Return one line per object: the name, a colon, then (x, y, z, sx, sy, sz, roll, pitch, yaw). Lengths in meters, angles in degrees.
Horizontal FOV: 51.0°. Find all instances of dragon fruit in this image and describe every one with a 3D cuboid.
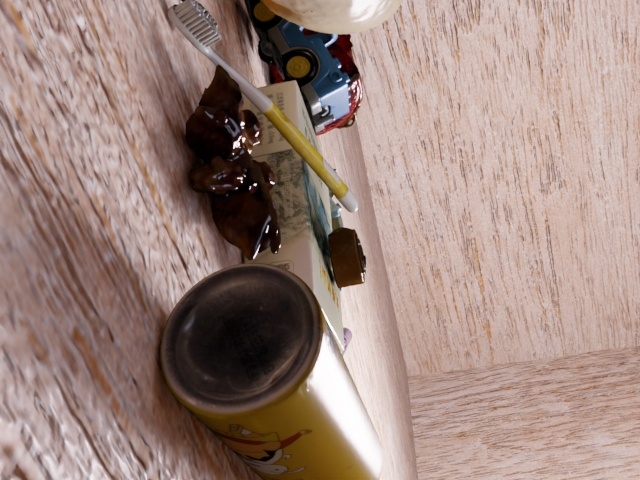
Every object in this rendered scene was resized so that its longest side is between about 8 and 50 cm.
dragon fruit: (-0.009, -0.243, 0.975, 0.127, 0.120, 0.161, 73, 5, -71)

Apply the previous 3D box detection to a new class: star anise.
star anise: (-0.072, -0.060, 0.555, 0.168, 0.057, 0.168, -18, 90, -86)

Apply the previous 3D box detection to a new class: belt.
belt: (0.030, 0.017, 0.731, 0.083, 0.036, 0.059, -84, 161, -71)

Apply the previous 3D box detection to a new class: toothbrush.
toothbrush: (-0.036, -0.111, 0.622, 0.288, 0.024, 0.021, 44, 34, -42)

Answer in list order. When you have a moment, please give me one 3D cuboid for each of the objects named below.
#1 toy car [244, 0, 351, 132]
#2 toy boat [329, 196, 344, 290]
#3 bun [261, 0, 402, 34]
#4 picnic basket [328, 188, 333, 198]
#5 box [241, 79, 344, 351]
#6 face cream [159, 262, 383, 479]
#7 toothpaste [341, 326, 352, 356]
toy car: (-0.016, -0.229, 0.809, 0.191, 0.100, 0.097, 60, -4, 14)
toy boat: (0.000, 0.000, 0.914, 0.059, 0.069, 0.173, -101, -177, -67)
bun: (-0.035, -0.341, 0.681, 0.299, 0.164, 0.299, 43, 37, -44)
picnic basket: (-0.012, -0.081, 0.981, 0.083, 0.065, 0.083, 1, 74, -60)
box: (-0.030, -0.020, 0.731, 0.164, 0.069, 0.257, 66, 17, -60)
face cream: (-0.013, 0.150, 0.539, 0.349, 0.104, 0.105, 69, 14, -55)
toothpaste: (0.030, 0.169, 1.076, 0.170, 0.028, 0.045, -34, 122, -79)
